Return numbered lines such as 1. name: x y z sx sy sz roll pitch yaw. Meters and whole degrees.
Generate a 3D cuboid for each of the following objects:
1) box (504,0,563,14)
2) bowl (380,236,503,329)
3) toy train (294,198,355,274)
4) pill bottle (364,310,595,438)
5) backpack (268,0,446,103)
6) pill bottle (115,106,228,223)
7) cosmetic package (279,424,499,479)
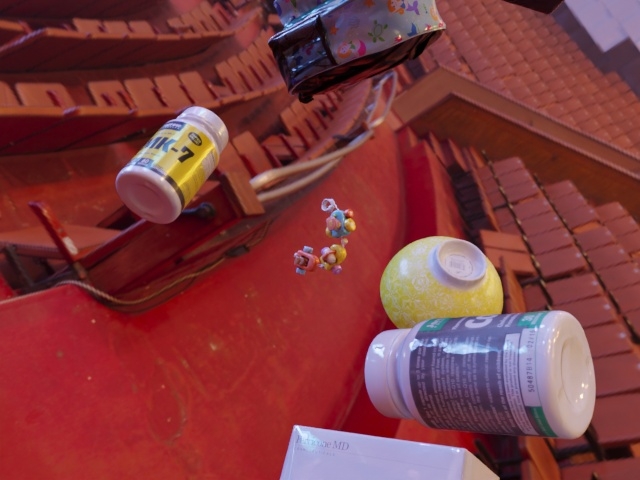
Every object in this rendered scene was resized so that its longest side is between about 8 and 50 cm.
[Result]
1. box: 0.145 -0.409 0.649 0.382 0.191 0.143 15 75 -9
2. bowl: 0.291 0.087 1.313 0.290 0.156 0.289 6 50 -7
3. toy train: 0.000 0.000 1.161 0.125 0.166 0.046 27 9 39
4. pill bottle: 0.271 0.237 1.041 0.204 0.361 0.204 14 71 -47
5. backpack: 0.066 -0.352 0.953 0.225 0.254 0.191 -32 110 -46
6. pill bottle: -0.253 -0.138 1.031 0.119 0.119 0.208 47 46 -23
7. cosmetic package: 0.063 0.346 0.657 0.138 0.224 0.224 49 48 -44
